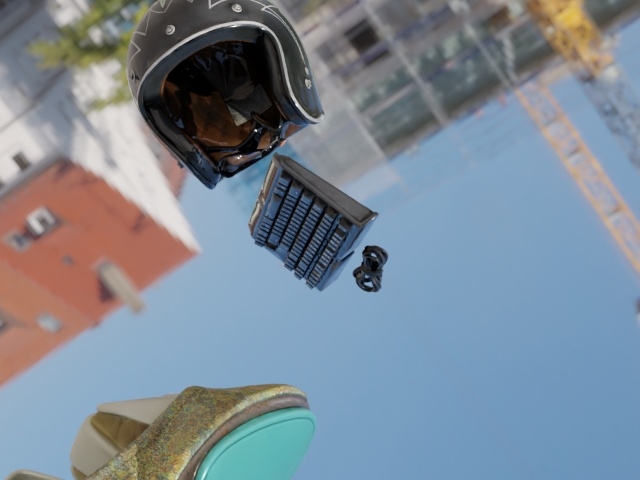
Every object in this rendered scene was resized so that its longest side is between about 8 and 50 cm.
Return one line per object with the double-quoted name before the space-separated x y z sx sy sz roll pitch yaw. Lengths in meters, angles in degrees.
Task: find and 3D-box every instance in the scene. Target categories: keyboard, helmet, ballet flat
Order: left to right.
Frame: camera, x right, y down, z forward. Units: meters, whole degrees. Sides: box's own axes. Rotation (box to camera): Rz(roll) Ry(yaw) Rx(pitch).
"ballet flat" -0.117 0.154 0.881 0.123 0.123 0.348 -28 -174 32
"helmet" -0.088 -0.144 1.327 0.169 0.162 0.169 -32 -174 4
"keyboard" 0.000 0.000 1.064 0.023 0.108 0.180 -57 179 -16
